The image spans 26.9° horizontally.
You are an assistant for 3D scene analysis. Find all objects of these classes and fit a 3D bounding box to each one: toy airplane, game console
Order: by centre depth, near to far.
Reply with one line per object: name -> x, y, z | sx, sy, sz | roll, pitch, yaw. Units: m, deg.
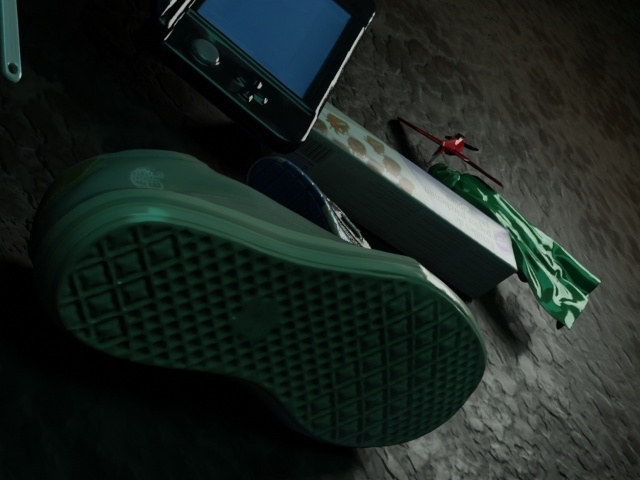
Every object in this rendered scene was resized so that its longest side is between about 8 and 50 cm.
game console -> -0.039, -0.268, 1.211 | 0.250, 0.173, 0.293 | 39, 40, -11
toy airplane -> 0.144, -0.107, 1.520 | 0.151, 0.028, 0.151 | 27, 18, -10

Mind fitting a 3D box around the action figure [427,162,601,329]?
action figure -> 0.209, -0.003, 1.520 | 0.232, 0.063, 0.137 | 45, 29, 1

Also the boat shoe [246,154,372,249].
boat shoe -> 0.000, 0.000, 1.206 | 0.183, 0.066, 0.066 | 54, 15, -3

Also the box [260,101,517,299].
box -> 0.073, -0.043, 1.357 | 0.324, 0.067, 0.063 | 31, 35, -34

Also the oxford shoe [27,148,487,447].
oxford shoe -> -0.032, 0.044, 1.012 | 0.449, 0.169, 0.130 | 24, 17, -42

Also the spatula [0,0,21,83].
spatula -> -0.286, -0.241, 0.984 | 0.168, 0.019, 0.242 | 13, 66, -49
